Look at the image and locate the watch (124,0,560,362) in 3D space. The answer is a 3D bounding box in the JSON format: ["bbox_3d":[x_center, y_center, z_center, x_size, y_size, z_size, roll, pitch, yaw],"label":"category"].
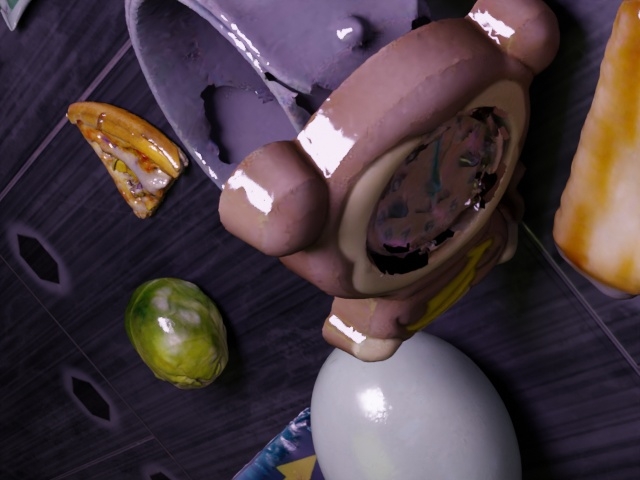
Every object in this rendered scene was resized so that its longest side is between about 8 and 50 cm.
[{"bbox_3d":[-0.009,-0.112,1.075,0.327,0.314,0.335,41,159,32],"label":"watch"}]

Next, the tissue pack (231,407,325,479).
[{"bbox_3d":[0.048,0.445,1.562,0.416,0.253,0.264,38,144,14],"label":"tissue pack"}]

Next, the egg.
[{"bbox_3d":[0.101,0.215,1.314,0.203,0.203,0.283,-3,128,49],"label":"egg"}]

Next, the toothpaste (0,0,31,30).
[{"bbox_3d":[-0.331,-0.300,1.412,0.218,0.041,0.064,-23,95,58],"label":"toothpaste"}]

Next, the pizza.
[{"bbox_3d":[-0.236,-0.091,1.521,0.184,0.036,0.176,34,145,19],"label":"pizza"}]

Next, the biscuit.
[{"bbox_3d":[0.292,-0.028,0.952,0.237,0.062,0.291,42,148,31],"label":"biscuit"}]

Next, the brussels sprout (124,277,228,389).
[{"bbox_3d":[-0.181,0.117,1.603,0.155,0.117,0.155,37,167,10],"label":"brussels sprout"}]
